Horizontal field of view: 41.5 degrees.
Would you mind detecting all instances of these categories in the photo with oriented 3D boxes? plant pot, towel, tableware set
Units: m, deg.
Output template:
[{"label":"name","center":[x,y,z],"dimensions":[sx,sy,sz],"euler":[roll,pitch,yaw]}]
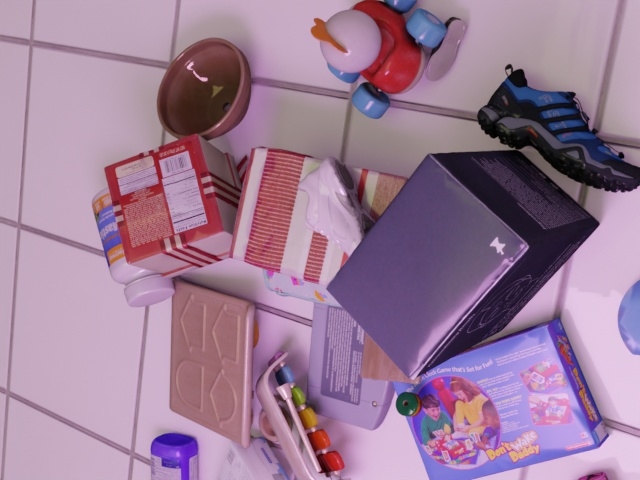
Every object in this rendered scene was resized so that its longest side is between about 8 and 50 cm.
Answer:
[{"label":"plant pot","center":[-0.233,-0.312,1.846],"dimensions":[0.237,0.110,0.237],"euler":[-10,69,29]},{"label":"towel","center":[-0.005,-0.038,1.620],"dimensions":[0.329,0.037,0.237],"euler":[14,95,20]},{"label":"tableware set","center":[-0.154,0.415,1.946],"dimensions":[0.194,0.039,0.128],"euler":[5,99,32]}]

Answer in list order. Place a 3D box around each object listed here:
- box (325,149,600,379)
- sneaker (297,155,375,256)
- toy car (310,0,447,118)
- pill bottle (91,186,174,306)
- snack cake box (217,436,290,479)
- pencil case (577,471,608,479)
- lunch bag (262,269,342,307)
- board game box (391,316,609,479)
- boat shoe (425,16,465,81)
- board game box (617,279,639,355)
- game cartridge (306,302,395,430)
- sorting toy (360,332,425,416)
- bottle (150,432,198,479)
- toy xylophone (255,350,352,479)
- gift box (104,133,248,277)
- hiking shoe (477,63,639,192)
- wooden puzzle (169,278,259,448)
[{"label":"box","center":[0.251,0.024,1.429],"dimensions":[0.212,0.395,0.293],"euler":[46,117,19]},{"label":"sneaker","center":[0.032,-0.031,1.551],"dimensions":[0.115,0.090,0.232],"euler":[-31,71,25]},{"label":"toy car","center":[0.066,-0.378,1.572],"dimensions":[0.219,0.238,0.210],"euler":[-50,54,29]},{"label":"pill bottle","center":[-0.433,0.012,1.986],"dimensions":[0.152,0.152,0.272],"euler":[-30,70,32]},{"label":"snack cake box","center":[-0.169,0.594,1.904],"dimensions":[0.152,0.089,0.264],"euler":[48,127,43]},{"label":"pencil case","center":[0.506,0.525,1.513],"dimensions":[0.098,0.095,0.209],"euler":[-29,78,47]},{"label":"lunch bag","center":[0.000,0.000,1.729],"dimensions":[0.224,0.160,0.262],"euler":[11,96,30]},{"label":"board game box","center":[0.330,0.313,1.602],"dimensions":[0.347,0.078,0.233],"euler":[-25,82,32]},{"label":"boat shoe","center":[0.232,-0.364,1.604],"dimensions":[0.038,0.046,0.125],"euler":[-114,42,-58]},{"label":"board game box","center":[0.597,0.134,1.440],"dimensions":[0.169,0.033,0.133],"euler":[4,93,27]},{"label":"game cartridge","center":[0.071,0.238,1.775],"dimensions":[0.198,0.062,0.297],"euler":[10,101,27]},{"label":"sorting toy","center":[0.153,0.200,1.649],"dimensions":[0.132,0.046,0.274],"euler":[-1,77,37]},{"label":"bottle","center":[-0.356,0.620,2.069],"dimensions":[0.118,0.092,0.282],"euler":[5,99,33]},{"label":"toy xylophone","center":[-0.039,0.389,1.770],"dimensions":[0.322,0.081,0.236],"euler":[65,160,2]},{"label":"gift box","center":[-0.283,-0.086,1.815],"dimensions":[0.255,0.258,0.276],"euler":[-14,77,11]},{"label":"hiking shoe","center":[0.427,-0.193,1.461],"dimensions":[0.304,0.113,0.132],"euler":[31,89,14]},{"label":"wooden puzzle","center":[-0.237,0.270,1.932],"dimensions":[0.348,0.081,0.322],"euler":[12,102,50]}]
